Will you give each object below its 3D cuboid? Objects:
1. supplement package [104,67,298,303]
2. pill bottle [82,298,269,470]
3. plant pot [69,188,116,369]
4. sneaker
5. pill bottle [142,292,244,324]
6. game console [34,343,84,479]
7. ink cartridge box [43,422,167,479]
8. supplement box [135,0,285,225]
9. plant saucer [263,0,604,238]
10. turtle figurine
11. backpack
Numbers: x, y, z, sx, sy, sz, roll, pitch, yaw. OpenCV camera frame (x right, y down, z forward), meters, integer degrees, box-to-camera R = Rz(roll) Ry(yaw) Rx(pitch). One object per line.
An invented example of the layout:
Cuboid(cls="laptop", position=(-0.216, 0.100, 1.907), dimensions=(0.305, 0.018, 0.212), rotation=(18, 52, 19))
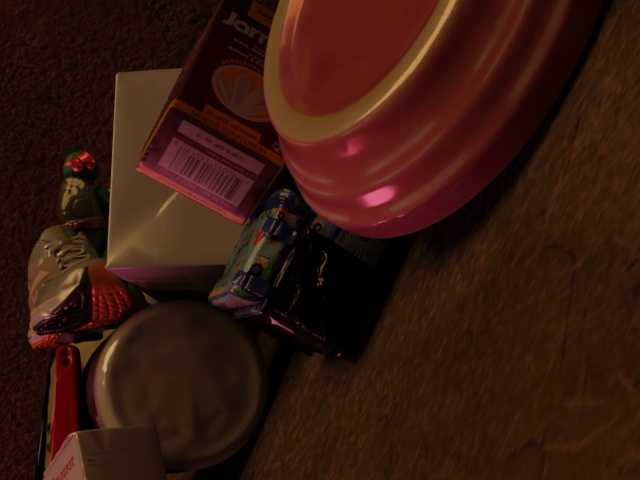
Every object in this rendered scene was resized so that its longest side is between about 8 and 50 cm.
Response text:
Cuboid(cls="supplement package", position=(-0.104, -0.044, 1.399), dimensions=(0.203, 0.149, 0.194), rotation=(50, -140, -72))
Cuboid(cls="pill bottle", position=(-0.164, 0.161, 1.492), dimensions=(0.169, 0.169, 0.301), rotation=(-66, 9, -15))
Cuboid(cls="plant pot", position=(-0.263, 0.082, 2.106), dimensions=(0.276, 0.276, 0.254), rotation=(153, 131, -76))
Cuboid(cls="sneaker", position=(-0.259, 0.036, 1.455), dimensions=(0.262, 0.099, 0.121), rotation=(149, 112, -66))
Cuboid(cls="pill bottle", position=(-0.123, -0.001, 1.683), dimensions=(0.318, 0.176, 0.176), rotation=(-56, 12, 42))
Cuboid(cls="game console", position=(-0.281, 0.343, 1.530), dimensions=(0.386, 0.060, 0.342), rotation=(113, 158, -55))
Cuboid(cls="ink cartridge box", position=(-0.180, 0.276, 1.266), dimensions=(0.139, 0.082, 0.191), rotation=(130, 132, -56))
Cuboid(cls="supplement box", position=(-0.072, -0.116, 1.206), dimensions=(0.081, 0.104, 0.188), rotation=(-53, 13, 40))
Cuboid(cls="plant saucer", position=(0.064, -0.169, 1.023), dimensions=(0.332, 0.084, 0.332), rotation=(-35, 42, 40))
Cuboid(cls="turtle figurine", position=(-0.244, -0.017, 1.612), dimensions=(0.175, 0.118, 0.234), rotation=(-14, 84, 57))
Cuboid(cls="backpack", position=(0.000, 0.000, 1.173), dimensions=(0.173, 0.117, 0.158), rotation=(-62, 9, -8))
